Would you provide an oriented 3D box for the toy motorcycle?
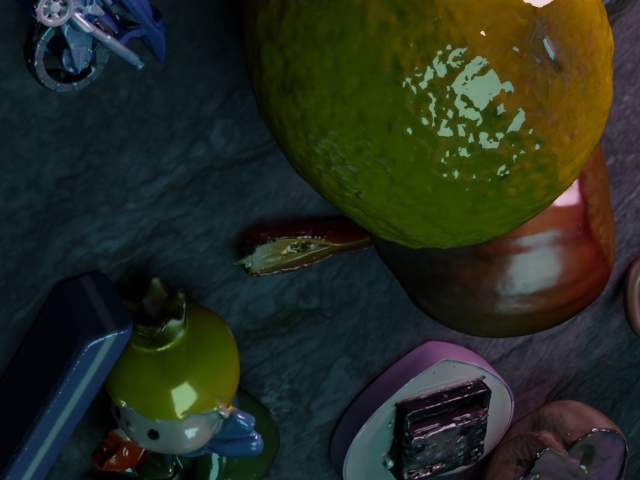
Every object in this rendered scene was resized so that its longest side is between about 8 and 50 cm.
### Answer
[{"bbox_3d":[-0.151,-0.192,0.898,0.114,0.076,0.205,-23,135,-25],"label":"toy motorcycle"}]

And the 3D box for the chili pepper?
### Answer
[{"bbox_3d":[0.000,0.000,1.174,0.178,0.027,0.045,-10,133,-26],"label":"chili pepper"}]

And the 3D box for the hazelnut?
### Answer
[{"bbox_3d":[0.147,-0.024,1.158,0.210,0.210,0.186,-58,161,18],"label":"hazelnut"}]

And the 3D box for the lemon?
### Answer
[{"bbox_3d":[0.070,-0.133,0.957,0.253,0.253,0.310,-37,122,-2],"label":"lemon"}]

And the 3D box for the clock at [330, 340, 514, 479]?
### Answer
[{"bbox_3d":[0.111,0.180,1.363,0.198,0.064,0.172,-13,131,-25],"label":"clock"}]

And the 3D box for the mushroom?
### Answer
[{"bbox_3d":[0.231,0.245,1.453,0.141,0.117,0.188,31,102,-28],"label":"mushroom"}]

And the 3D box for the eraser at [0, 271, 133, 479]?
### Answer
[{"bbox_3d":[-0.225,0.130,1.092,0.036,0.082,0.225,18,112,-39],"label":"eraser"}]

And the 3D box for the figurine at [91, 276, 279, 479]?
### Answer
[{"bbox_3d":[-0.137,0.148,1.145,0.185,0.127,0.234,-30,146,-2],"label":"figurine"}]

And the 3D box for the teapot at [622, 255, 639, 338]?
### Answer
[{"bbox_3d":[0.443,0.046,1.410,0.267,0.185,0.175,-1,93,0],"label":"teapot"}]
